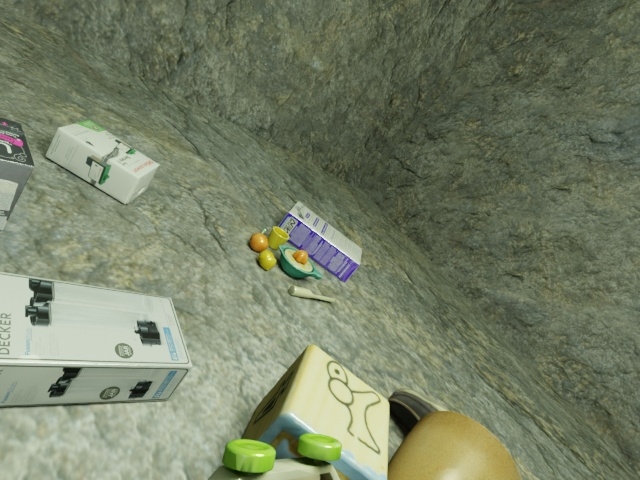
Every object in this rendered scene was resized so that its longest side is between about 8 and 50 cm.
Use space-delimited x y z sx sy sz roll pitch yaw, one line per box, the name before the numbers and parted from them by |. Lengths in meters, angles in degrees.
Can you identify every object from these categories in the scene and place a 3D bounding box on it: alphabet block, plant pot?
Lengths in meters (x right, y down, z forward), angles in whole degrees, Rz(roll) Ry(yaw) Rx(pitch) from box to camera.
alphabet block | -0.014 0.331 0.680 0.192 0.193 0.197 39 18 -1
plant pot | 0.195 0.473 0.739 0.254 0.237 0.237 -8 47 -45

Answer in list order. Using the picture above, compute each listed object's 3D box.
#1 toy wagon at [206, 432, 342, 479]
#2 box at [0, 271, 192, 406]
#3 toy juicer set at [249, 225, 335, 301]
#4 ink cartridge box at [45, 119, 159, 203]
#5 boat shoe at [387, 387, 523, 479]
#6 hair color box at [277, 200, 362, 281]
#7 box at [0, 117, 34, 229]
toy wagon | -0.087 0.352 0.429 0.068 0.267 0.344 -4 -20 41
box | -0.361 0.153 0.626 0.290 0.087 0.169 20 26 -43
toy juicer set | -0.093 0.070 1.320 0.329 0.089 0.209 46 20 21
ink cartridge box | -0.568 -0.211 1.101 0.219 0.092 0.160 33 19 -14
boat shoe | 0.270 0.473 0.933 0.130 0.132 0.355 -30 33 -26
hair color box | 0.000 0.000 1.636 0.339 0.110 0.185 38 19 -5
box | -0.638 -0.128 0.662 0.247 0.163 0.142 12 35 -53
